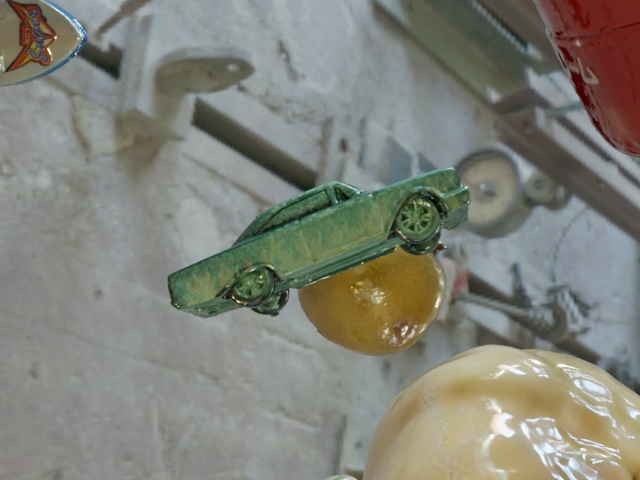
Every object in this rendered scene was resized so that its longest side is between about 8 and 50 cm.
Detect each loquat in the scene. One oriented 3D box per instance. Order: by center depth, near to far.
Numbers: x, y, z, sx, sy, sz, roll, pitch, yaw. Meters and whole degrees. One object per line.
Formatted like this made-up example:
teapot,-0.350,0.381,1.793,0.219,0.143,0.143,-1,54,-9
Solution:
loquat,0.073,0.053,1.583,0.208,0.208,0.208,16,71,-54

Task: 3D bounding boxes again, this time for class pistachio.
pistachio,0.131,0.215,0.668,0.229,0.238,0.321,-26,101,-43

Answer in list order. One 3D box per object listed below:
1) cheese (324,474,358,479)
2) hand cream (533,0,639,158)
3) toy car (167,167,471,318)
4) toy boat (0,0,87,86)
cheese,-0.022,0.356,1.323,0.064,0.227,0.137,37,36,-3
hand cream,0.188,-0.133,0.521,0.125,0.193,0.193,60,39,-14
toy car,0.000,0.000,1.215,0.141,0.321,0.097,51,18,-79
toy boat,-0.421,-0.258,1.463,0.088,0.295,0.129,-6,100,-68
